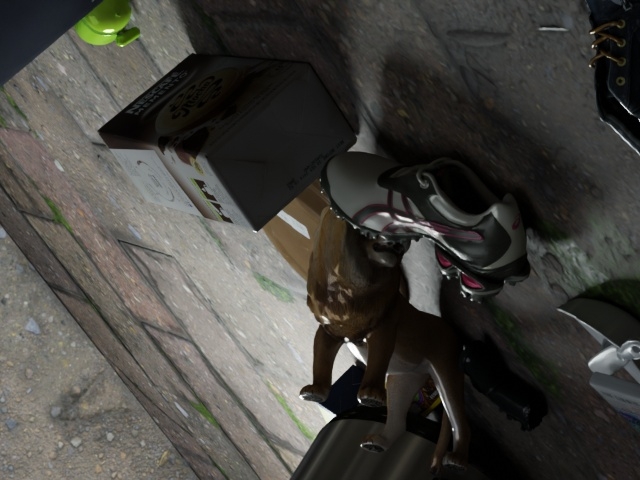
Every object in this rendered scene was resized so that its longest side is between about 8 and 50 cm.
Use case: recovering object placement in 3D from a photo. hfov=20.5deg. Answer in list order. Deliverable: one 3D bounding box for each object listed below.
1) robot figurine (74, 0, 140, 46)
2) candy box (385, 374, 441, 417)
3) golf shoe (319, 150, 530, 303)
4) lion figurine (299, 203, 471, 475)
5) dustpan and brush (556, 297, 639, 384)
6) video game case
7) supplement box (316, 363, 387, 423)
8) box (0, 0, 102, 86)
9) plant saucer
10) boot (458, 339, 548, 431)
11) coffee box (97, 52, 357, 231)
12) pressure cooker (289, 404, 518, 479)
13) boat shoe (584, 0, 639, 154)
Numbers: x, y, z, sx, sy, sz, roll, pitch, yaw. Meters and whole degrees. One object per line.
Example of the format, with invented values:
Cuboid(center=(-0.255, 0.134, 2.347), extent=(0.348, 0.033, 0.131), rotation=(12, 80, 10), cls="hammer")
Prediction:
Cuboid(center=(-0.279, -0.290, 2.261), extent=(0.101, 0.067, 0.115), rotation=(53, 161, -3), cls="robot figurine")
Cuboid(center=(0.126, 0.184, 2.400), extent=(0.105, 0.027, 0.206), rotation=(48, 162, 8), cls="candy box")
Cuboid(center=(0.113, -0.048, 1.872), extent=(0.273, 0.105, 0.120), rotation=(30, 138, 32), cls="golf shoe")
Cuboid(center=(0.089, 0.115, 2.126), extent=(0.142, 0.240, 0.392), rotation=(-1, 152, 24), cls="lion figurine")
Cuboid(center=(0.306, 0.110, 1.785), extent=(0.147, 0.060, 0.211), rotation=(46, 162, 4), cls="dustpan and brush")
Cuboid(center=(0.367, 0.189, 1.791), extent=(0.157, 0.019, 0.143), rotation=(15, 160, 45), cls="video game case")
Cuboid(center=(0.050, 0.246, 2.608), extent=(0.056, 0.083, 0.083), rotation=(31, 156, 39), cls="supplement box")
Cuboid(center=(-0.438, -0.367, 2.066), extent=(0.343, 0.312, 0.179), rotation=(38, 160, 27), cls="box")
Cuboid(center=(0.000, 0.000, 2.284), extent=(0.278, 0.041, 0.278), rotation=(42, 162, 18), cls="plant saucer")
Cuboid(center=(0.223, 0.179, 2.143), extent=(0.099, 0.045, 0.121), rotation=(38, 167, 32), cls="boot")
Cuboid(center=(-0.116, -0.122, 2.082), extent=(0.119, 0.168, 0.297), rotation=(56, 160, -25), cls="coffee box")
Cuboid(center=(0.074, 0.490, 2.434), extent=(0.370, 0.420, 0.375), rotation=(17, 147, 29), cls="pressure cooker")
Cuboid(center=(0.233, -0.153, 1.364), extent=(0.183, 0.083, 0.065), rotation=(51, 162, -11), cls="boat shoe")
